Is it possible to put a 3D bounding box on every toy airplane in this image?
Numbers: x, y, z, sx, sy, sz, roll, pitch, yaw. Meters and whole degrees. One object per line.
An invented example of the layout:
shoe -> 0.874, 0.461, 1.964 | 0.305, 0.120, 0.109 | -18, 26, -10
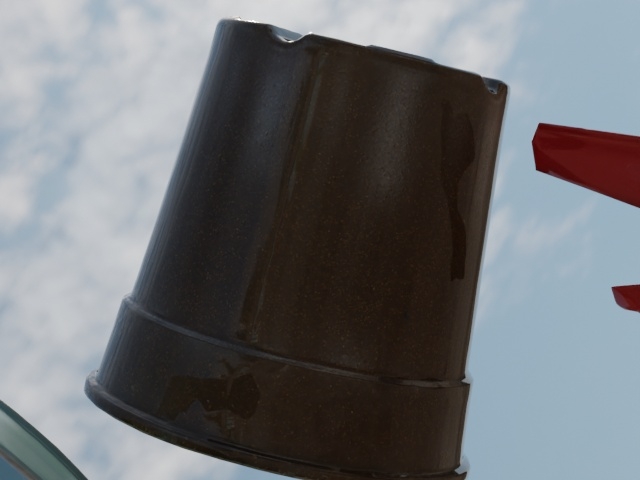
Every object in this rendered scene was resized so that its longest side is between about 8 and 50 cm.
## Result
toy airplane -> 0.150, -0.003, 0.625 | 0.151, 0.151, 0.028 | 68, -143, -55

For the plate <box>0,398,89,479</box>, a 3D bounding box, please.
plate -> -0.127, 0.079, 0.572 | 0.024, 0.188, 0.188 | -52, -29, -26

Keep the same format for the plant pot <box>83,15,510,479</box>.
plant pot -> 0.000, 0.000, 0.666 | 0.167, 0.167, 0.165 | 3, -78, -59
